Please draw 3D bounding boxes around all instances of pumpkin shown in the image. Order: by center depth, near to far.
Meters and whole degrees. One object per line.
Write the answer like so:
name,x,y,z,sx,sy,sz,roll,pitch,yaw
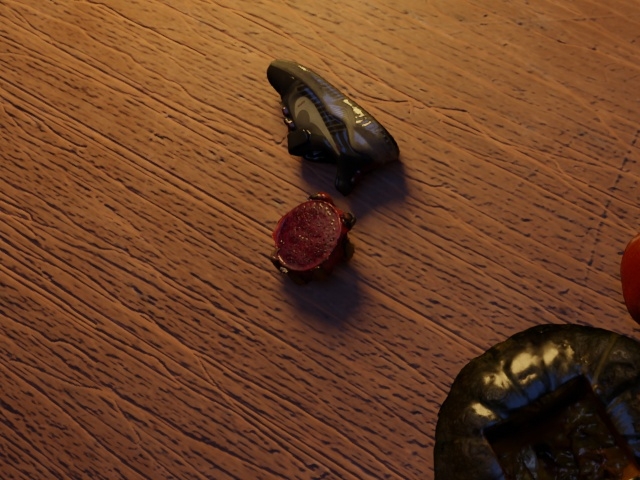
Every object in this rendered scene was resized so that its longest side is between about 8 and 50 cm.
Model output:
pumpkin,0.275,0.249,1.303,0.321,0.192,0.320,-5,73,16

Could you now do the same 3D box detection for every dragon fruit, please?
dragon fruit,-0.004,0.001,1.525,0.126,0.068,0.112,-52,51,8

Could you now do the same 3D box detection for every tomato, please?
tomato,0.416,0.052,1.351,0.156,0.069,0.155,15,118,31

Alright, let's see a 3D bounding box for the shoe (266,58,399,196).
shoe,-0.002,-0.153,1.560,0.227,0.099,0.112,37,91,21
